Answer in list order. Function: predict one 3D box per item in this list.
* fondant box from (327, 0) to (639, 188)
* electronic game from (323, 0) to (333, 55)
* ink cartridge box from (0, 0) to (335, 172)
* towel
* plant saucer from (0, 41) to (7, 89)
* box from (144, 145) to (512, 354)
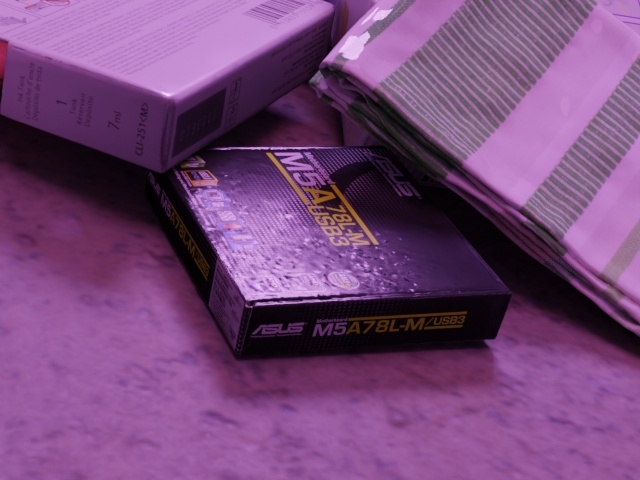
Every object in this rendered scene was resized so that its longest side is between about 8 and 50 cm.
[{"bbox_3d":[0.177,-0.155,1.157,0.330,0.096,0.238,6,56,-19],"label":"fondant box"},{"bbox_3d":[0.057,-0.179,1.273,0.229,0.048,0.229,13,22,-5],"label":"electronic game"},{"bbox_3d":[-0.150,-0.151,1.054,0.239,0.060,0.275,19,28,17],"label":"ink cartridge box"},{"bbox_3d":[0.182,-0.086,1.033,0.325,0.038,0.248,37,53,4],"label":"towel"},{"bbox_3d":[-0.288,-0.207,1.117,0.259,0.048,0.258,32,32,6],"label":"plant saucer"},{"bbox_3d":[0.000,0.000,0.943,0.184,0.045,0.191,-3,34,-25],"label":"box"}]
